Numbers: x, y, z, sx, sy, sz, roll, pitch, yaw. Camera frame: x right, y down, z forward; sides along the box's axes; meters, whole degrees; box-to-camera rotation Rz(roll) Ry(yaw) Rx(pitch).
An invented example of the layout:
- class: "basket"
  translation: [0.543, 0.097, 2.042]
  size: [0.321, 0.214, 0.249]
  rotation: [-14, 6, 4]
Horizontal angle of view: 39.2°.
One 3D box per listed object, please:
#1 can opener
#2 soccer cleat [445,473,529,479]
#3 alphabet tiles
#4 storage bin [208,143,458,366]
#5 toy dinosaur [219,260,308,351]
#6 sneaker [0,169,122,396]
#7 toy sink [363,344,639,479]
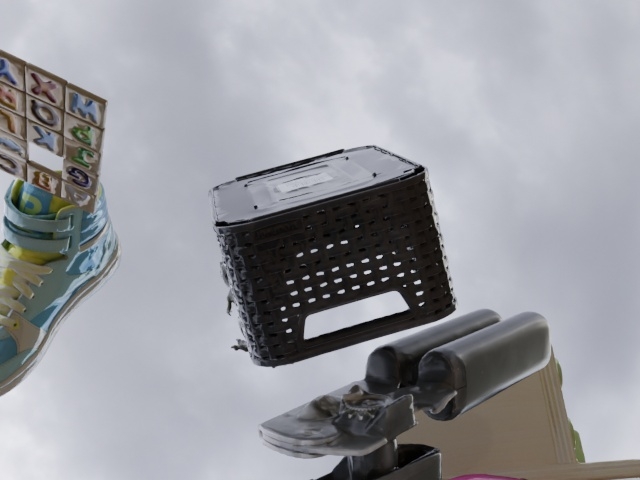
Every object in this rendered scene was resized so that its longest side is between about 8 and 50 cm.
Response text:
- class: "can opener"
  translation: [0.069, 0.113, 0.583]
  size: [0.283, 0.076, 0.095]
  rotation: [-10, -82, -53]
- class: "soccer cleat"
  translation: [0.032, 0.250, 0.660]
  size: [0.143, 0.331, 0.116]
  rotation: [-17, -84, -69]
- class: "alphabet tiles"
  translation: [-0.323, -0.127, 0.880]
  size: [0.237, 0.198, 0.009]
  rotation: [25, -123, -2]
- class: "storage bin"
  translation: [0.000, 0.000, 0.561]
  size: [0.122, 0.180, 0.084]
  rotation: [-15, -78, -5]
- class: "toy dinosaur"
  translation: [-0.086, 0.126, 1.325]
  size: [0.064, 0.268, 0.118]
  rotation: [-22, -50, -29]
- class: "sneaker"
  translation: [-0.368, 0.035, 1.081]
  size: [0.319, 0.127, 0.208]
  rotation: [-57, -16, -37]
- class: "toy sink"
  translation: [0.158, 0.181, 0.832]
  size: [0.234, 0.131, 0.153]
  rotation: [-4, -29, -2]
